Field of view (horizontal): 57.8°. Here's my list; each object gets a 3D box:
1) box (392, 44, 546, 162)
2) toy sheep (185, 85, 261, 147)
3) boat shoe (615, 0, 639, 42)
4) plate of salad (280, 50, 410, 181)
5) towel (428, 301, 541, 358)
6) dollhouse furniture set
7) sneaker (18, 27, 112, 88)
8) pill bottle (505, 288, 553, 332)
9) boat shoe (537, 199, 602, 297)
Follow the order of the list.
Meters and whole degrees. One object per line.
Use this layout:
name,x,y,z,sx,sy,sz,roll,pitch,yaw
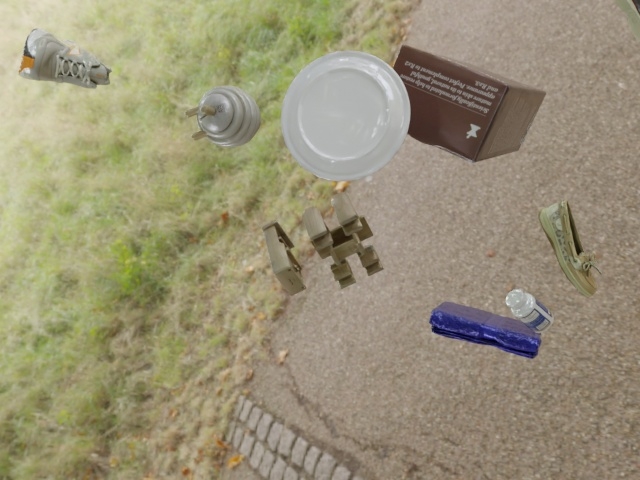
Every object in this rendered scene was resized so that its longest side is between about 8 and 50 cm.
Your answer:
box,0.272,-0.251,1.073,0.191,0.381,0.143,29,115,21
toy sheep,-0.127,-0.165,0.779,0.091,0.091,0.132,-66,-10,16
boat shoe,0.553,-0.388,0.994,0.043,0.137,0.049,-40,18,5
plate of salad,0.038,-0.189,0.888,0.048,0.200,0.199,2,-73,-78
towel,0.485,0.261,1.695,0.308,0.228,0.076,14,97,23
dollhouse furniture set,0.000,0.000,1.402,0.242,0.212,0.161,-25,46,7
sneaker,-0.503,-0.356,1.173,0.262,0.121,0.099,-85,18,-72
pill bottle,0.516,0.173,1.439,0.067,0.120,0.067,-42,25,24
boat shoe,0.725,0.023,1.663,0.089,0.105,0.285,-31,76,31
